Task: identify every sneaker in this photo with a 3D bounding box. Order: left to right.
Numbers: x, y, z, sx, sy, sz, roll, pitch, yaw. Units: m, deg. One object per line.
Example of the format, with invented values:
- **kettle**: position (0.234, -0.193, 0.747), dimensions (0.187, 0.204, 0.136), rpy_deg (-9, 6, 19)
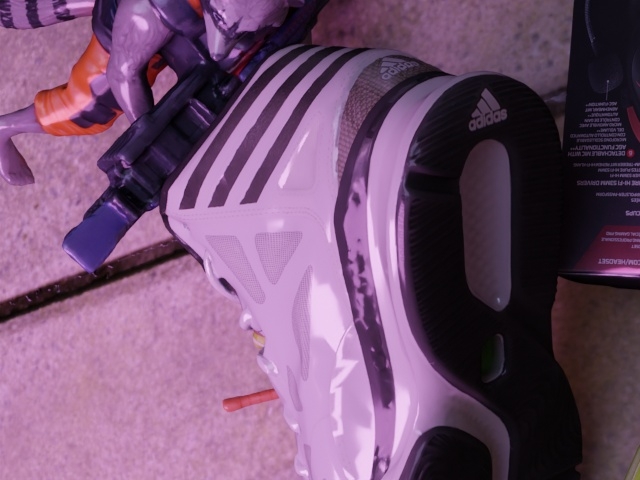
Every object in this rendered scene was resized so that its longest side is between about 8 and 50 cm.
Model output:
- **sneaker**: position (0.025, 0.078, 0.984), dimensions (0.257, 0.169, 0.447), rpy_deg (27, 125, 46)

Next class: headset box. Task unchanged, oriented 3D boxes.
- **headset box**: position (0.266, -0.083, 0.901), dimensions (0.218, 0.110, 0.293), rpy_deg (1, 84, 35)

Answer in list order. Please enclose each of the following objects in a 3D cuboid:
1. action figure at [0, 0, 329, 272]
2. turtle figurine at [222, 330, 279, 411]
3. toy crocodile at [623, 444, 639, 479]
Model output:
- **action figure**: position (-0.144, -0.137, 1.086), dimensions (0.330, 0.178, 0.341), rpy_deg (-15, 32, 47)
- **turtle figurine**: position (0.000, 0.000, 1.088), dimensions (0.270, 0.087, 0.217), rpy_deg (-31, 67, 28)
- **toy crocodile**: position (0.313, 0.213, 0.844), dimensions (0.341, 0.105, 0.115), rpy_deg (22, 97, 39)
